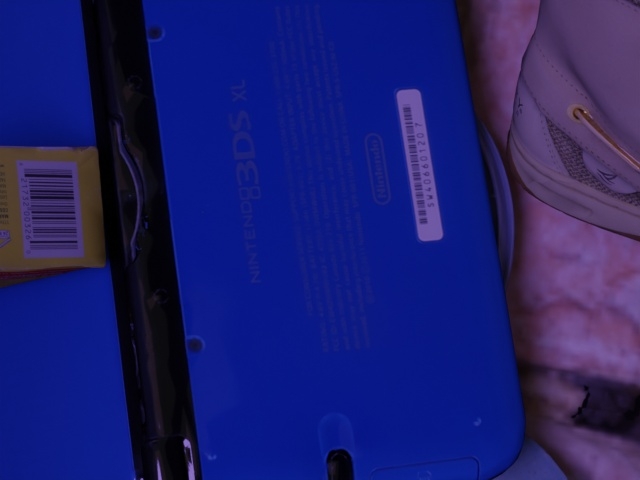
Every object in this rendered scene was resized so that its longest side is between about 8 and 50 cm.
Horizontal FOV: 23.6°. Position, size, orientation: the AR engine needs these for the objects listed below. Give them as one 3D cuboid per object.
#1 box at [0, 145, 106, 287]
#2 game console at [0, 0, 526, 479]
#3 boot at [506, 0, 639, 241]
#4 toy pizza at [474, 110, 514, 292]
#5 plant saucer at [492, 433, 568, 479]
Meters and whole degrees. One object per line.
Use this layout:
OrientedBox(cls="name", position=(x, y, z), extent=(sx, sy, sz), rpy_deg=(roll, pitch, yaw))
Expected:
OrientedBox(cls="box", position=(-0.198, 0.000, 0.735), extent=(0.232, 0.087, 0.058), rpy_deg=(-13, 81, 49))
OrientedBox(cls="game console", position=(-0.060, -0.007, 0.758), extent=(0.250, 0.173, 0.293), rpy_deg=(-6, 79, -13))
OrientedBox(cls="boot", position=(0.205, -0.069, 0.631), extent=(0.261, 0.203, 0.095), rpy_deg=(20, 58, 19))
OrientedBox(cls="toy pizza", position=(0.000, 0.000, 0.767), extent=(0.201, 0.032, 0.201), rpy_deg=(-3, 80, 19))
OrientedBox(cls="plant saucer", position=(0.032, 0.163, 0.716), extent=(0.194, 0.037, 0.195), rpy_deg=(-8, 50, 10))
